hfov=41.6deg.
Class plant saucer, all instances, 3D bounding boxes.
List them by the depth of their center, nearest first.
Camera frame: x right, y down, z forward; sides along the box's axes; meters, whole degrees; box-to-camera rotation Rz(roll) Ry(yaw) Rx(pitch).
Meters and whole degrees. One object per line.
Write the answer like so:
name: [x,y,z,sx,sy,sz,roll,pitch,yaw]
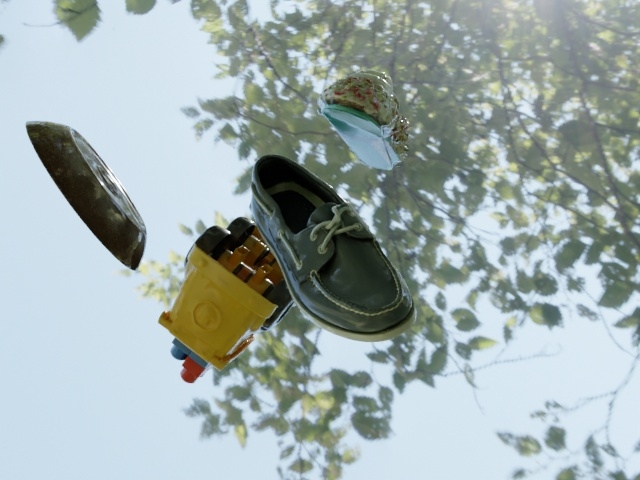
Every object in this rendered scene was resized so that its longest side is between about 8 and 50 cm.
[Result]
plant saucer: [-0.246,-0.057,0.922,0.036,0.198,0.198,-34,-71,-3]

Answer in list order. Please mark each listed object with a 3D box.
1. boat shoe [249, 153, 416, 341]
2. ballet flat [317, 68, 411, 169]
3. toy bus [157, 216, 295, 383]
boat shoe: [0.000,0.000,0.986,0.116,0.319,0.099,-25,-50,-15]
ballet flat: [0.052,-0.142,0.921,0.091,0.241,0.077,18,-95,12]
toy bus: [-0.125,0.094,1.175,0.149,0.220,0.211,35,-72,7]
